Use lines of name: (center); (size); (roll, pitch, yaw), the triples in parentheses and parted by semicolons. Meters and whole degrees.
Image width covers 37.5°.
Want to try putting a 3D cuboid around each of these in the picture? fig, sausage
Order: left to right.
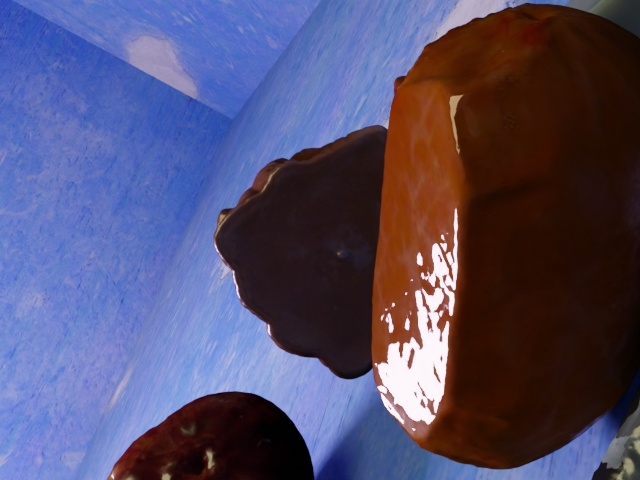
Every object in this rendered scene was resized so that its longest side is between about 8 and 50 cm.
fig: (-0.090, 0.269, 0.896); (0.203, 0.186, 0.249); (-48, -37, -27)
sausage: (0.110, 0.004, 0.534); (0.153, 0.141, 0.267); (-139, 48, -60)

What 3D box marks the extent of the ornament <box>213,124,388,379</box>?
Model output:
ornament: (0.000, 0.000, 0.951); (0.217, 0.221, 0.235); (-138, 50, -79)

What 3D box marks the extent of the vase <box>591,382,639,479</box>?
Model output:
vase: (0.173, 0.084, 0.467); (0.167, 0.059, 0.059); (-65, 14, -11)

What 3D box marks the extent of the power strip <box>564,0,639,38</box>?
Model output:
power strip: (0.209, -0.154, 0.504); (0.265, 0.194, 0.059); (-42, 22, 56)
